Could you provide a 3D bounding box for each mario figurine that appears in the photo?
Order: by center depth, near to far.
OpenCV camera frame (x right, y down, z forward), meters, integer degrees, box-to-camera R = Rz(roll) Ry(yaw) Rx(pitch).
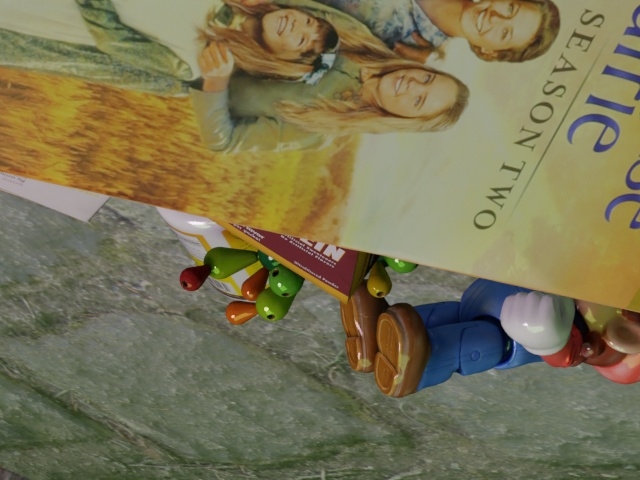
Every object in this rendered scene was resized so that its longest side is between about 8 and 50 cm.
[{"bbox_3d":[0.183,0.039,1.243,0.320,0.198,0.170,-7,141,-23],"label":"mario figurine"}]

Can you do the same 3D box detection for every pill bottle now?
[{"bbox_3d":[-0.087,-0.034,1.334,0.117,0.117,0.215,7,155,20],"label":"pill bottle"}]

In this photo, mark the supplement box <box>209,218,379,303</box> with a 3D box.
[{"bbox_3d":[0.022,-0.097,0.934,0.129,0.194,0.191,31,159,9],"label":"supplement box"}]

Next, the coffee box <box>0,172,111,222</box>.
[{"bbox_3d":[-0.105,-0.154,0.747,0.119,0.168,0.297,22,146,-22],"label":"coffee box"}]

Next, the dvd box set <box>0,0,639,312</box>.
[{"bbox_3d":[0.039,-0.132,0.572,0.420,0.062,0.307,13,123,-20],"label":"dvd box set"}]

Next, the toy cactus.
[{"bbox_3d":[0.000,0.000,1.218,0.219,0.180,0.112,-16,98,35],"label":"toy cactus"}]
